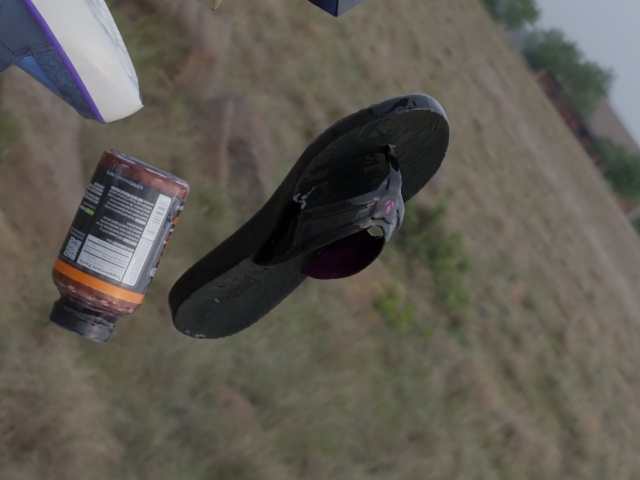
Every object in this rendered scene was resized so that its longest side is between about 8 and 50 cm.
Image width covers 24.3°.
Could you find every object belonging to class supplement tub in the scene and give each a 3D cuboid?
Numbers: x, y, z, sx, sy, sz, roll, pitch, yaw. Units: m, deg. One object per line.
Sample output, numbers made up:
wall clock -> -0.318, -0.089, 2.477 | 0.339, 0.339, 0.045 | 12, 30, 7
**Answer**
supplement tub -> -0.224, 0.008, 1.605 | 0.106, 0.198, 0.106 | 24, 2, -1

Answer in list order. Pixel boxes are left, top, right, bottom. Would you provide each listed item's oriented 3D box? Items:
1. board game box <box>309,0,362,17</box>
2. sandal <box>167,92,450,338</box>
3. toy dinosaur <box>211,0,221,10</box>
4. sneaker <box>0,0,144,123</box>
board game box -> 0.064, -0.353, 1.429 | 0.042, 0.165, 0.243 | 35, -36, 25
sandal -> 0.001, 0.001, 1.721 | 0.167, 0.446, 0.107 | 13, 44, -43
toy dinosaur -> -0.094, -0.191, 0.935 | 0.092, 0.053, 0.183 | 26, -5, -12
sneaker -> -0.293, -0.163, 0.965 | 0.323, 0.236, 0.130 | 56, 5, -24
